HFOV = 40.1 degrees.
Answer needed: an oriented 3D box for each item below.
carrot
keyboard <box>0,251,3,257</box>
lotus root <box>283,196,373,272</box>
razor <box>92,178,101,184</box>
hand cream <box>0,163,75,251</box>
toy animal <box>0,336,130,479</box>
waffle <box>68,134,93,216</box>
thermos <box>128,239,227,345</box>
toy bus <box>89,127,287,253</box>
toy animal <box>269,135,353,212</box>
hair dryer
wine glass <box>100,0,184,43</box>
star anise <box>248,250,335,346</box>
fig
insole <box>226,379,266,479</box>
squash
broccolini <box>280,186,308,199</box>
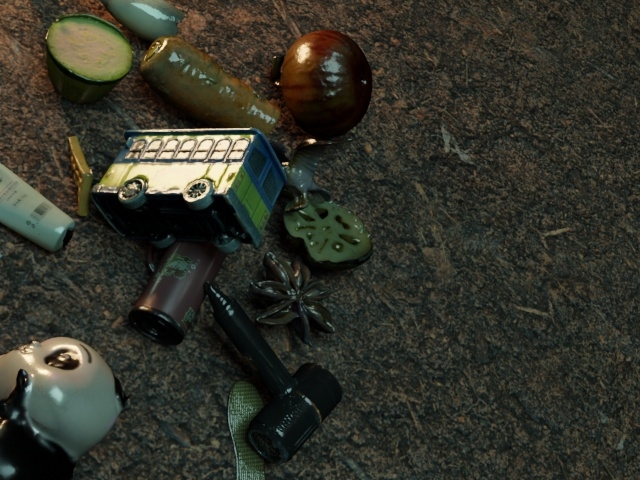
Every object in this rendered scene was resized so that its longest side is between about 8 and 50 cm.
[{"bbox_3d":[-0.232,-0.305,1.825,0.302,0.139,0.138,34,55,-19],"label":"carrot"},{"bbox_3d":[-0.638,-0.032,1.518,0.074,0.015,0.196,-36,91,-18],"label":"keyboard"},{"bbox_3d":[0.004,0.000,1.849,0.204,0.078,0.183,6,47,-28],"label":"lotus root"},{"bbox_3d":[-0.379,-0.155,1.734,0.066,0.033,0.190,16,46,26],"label":"razor"},{"bbox_3d":[-0.583,-0.093,1.572,0.321,0.067,0.109,36,56,-6],"label":"hand cream"},{"bbox_3d":[-0.456,0.291,1.364,0.251,0.251,0.310,48,54,-3],"label":"toy animal"},{"bbox_3d":[-0.464,-0.125,1.676,0.023,0.097,0.152,-1,37,-29],"label":"waffle"},{"bbox_3d":[-0.253,0.035,1.681,0.109,0.136,0.330,52,48,-35],"label":"thermos"},{"bbox_3d":[-0.242,-0.097,1.607,0.152,0.312,0.190,62,40,-46],"label":"toy bus"},{"bbox_3d":[-0.059,-0.138,1.782,0.197,0.273,0.160,-20,95,-40],"label":"toy animal"},{"bbox_3d":[-0.124,0.229,1.628,0.352,0.107,0.189,53,51,-10],"label":"hair dryer"},{"bbox_3d":[-0.417,-0.579,1.843,0.310,0.096,0.264,22,69,-20],"label":"wine glass"},{"bbox_3d":[-0.058,0.108,1.759,0.212,0.073,0.196,27,49,-28],"label":"star anise"},{"bbox_3d":[0.011,-0.347,1.951,0.235,0.214,0.235,40,35,-35],"label":"fig"},{"bbox_3d":[-0.132,0.384,1.641,0.086,0.005,0.253,6,66,-28],"label":"insole"},{"bbox_3d":[-0.461,-0.350,1.715,0.170,0.123,0.170,12,62,-24],"label":"squash"},{"bbox_3d":[-0.102,-0.118,1.862,0.254,0.057,0.071,20,98,-18],"label":"broccolini"}]
